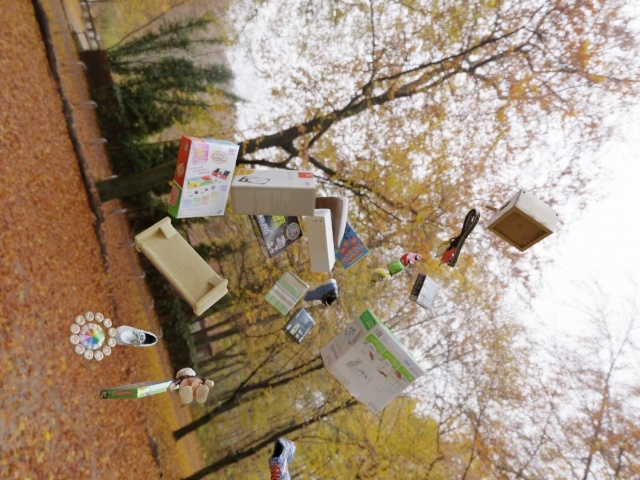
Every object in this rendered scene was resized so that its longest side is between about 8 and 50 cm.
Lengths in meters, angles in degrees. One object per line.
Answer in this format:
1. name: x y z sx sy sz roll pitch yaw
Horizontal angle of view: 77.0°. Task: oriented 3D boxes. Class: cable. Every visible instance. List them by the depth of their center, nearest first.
1. cable: 0.559 -0.001 1.652 0.140 0.072 0.287 -82 -171 -48

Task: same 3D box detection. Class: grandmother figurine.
1. grandmother figurine: -0.603 0.663 1.867 0.342 0.207 0.104 -6 -110 62

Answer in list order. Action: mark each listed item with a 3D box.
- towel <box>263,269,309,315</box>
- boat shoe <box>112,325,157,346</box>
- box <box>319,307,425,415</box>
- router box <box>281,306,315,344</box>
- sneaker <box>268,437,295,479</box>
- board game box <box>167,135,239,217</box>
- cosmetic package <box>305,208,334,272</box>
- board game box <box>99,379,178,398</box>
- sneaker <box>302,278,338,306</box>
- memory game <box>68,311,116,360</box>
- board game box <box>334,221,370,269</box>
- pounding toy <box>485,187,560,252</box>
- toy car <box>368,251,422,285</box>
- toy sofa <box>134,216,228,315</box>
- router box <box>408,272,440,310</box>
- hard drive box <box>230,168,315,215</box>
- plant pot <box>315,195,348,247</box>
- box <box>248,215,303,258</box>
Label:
1. towel: -0.131 0.199 1.553 0.113 0.152 0.023 38 -20 8
2. boat shoe: -0.783 0.410 1.715 0.227 0.081 0.079 54 38 -67
3. box: 0.171 0.407 1.347 0.262 0.231 0.127 47 3 -18
4. router box: -0.088 0.345 1.627 0.092 0.122 0.038 48 -36 -10
5. sneaker: -0.156 0.823 1.450 0.087 0.083 0.221 50 27 -29
6. board game box: -0.473 -0.252 1.640 0.064 0.242 0.317 30 -68 30
7. cosmetic package: 0.000 0.000 1.595 0.117 0.085 0.231 -57 145 -68
8. board game box: -0.893 0.742 2.008 0.317 0.213 0.046 39 44 -71
9. sneaker: 0.000 0.211 1.487 0.152 0.058 0.085 -30 -127 23
10. memory game: -0.836 0.350 1.482 0.186 0.012 0.186 48 28 -37
11. board game box: 0.132 0.024 2.101 0.210 0.160 0.047 52 4 8
12. pounding toy: 0.497 -0.056 1.020 0.130 0.100 0.141 36 -30 4
13. toy car: 0.281 0.100 1.528 0.053 0.239 0.225 61 4 7
14. toy sofa: -0.528 0.105 1.531 0.362 0.150 0.177 46 -30 5
15. router box: 0.495 0.246 1.908 0.046 0.179 0.133 17 -102 41
16. hard drive box: -0.136 -0.143 1.181 0.181 0.232 0.089 -104 -164 -65
17. plant pot: 0.033 -0.079 1.913 0.215 0.215 0.231 168 -80 -69
18. box: -0.205 -0.087 1.830 0.060 0.216 0.270 14 -50 44
